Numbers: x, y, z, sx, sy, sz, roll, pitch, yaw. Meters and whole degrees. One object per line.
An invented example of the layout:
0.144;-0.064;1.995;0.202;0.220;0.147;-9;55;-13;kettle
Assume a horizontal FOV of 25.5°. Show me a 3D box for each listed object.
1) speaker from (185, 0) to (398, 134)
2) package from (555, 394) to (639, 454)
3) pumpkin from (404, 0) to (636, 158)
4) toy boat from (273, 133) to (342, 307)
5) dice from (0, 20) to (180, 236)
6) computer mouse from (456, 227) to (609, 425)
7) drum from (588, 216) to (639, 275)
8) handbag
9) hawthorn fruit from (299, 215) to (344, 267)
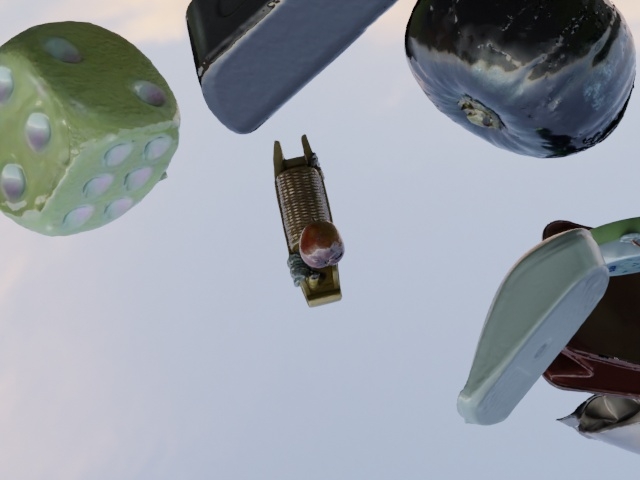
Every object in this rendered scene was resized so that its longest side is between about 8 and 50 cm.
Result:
-0.053;-0.319;1.742;0.388;0.184;0.180;-39;-129;35;speaker
0.483;0.262;1.975;0.251;0.204;0.062;-5;-111;36;package
0.188;-0.178;1.343;0.163;0.233;0.233;-52;-146;-6;pumpkin
-0.024;-0.036;2.393;0.089;0.115;0.310;-9;-115;-1;toy boat
-0.387;-0.176;2.200;0.254;0.252;0.249;-17;-118;-50;dice
0.206;0.085;1.433;0.079;0.128;0.231;36;-92;29;computer mouse
0.433;0.000;1.673;0.253;0.049;0.130;-7;167;-9;drum
0.413;0.097;1.823;0.276;0.084;0.260;9;-141;-5;handbag
0.002;0.006;2.203;0.077;0.077;0.077;-15;-152;8;hawthorn fruit
